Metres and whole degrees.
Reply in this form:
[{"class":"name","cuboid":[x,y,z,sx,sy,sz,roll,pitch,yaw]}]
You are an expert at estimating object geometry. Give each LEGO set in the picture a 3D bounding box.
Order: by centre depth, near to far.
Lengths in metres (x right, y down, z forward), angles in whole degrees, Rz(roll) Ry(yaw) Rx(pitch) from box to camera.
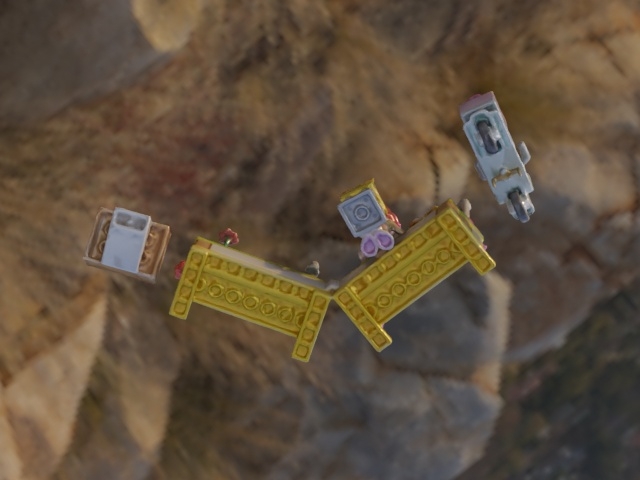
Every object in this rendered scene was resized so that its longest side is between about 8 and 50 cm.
[{"class":"LEGO set","cuboid":[0.000,0.000,1.101,0.287,0.132,0.107,-15,-166,9]}]
